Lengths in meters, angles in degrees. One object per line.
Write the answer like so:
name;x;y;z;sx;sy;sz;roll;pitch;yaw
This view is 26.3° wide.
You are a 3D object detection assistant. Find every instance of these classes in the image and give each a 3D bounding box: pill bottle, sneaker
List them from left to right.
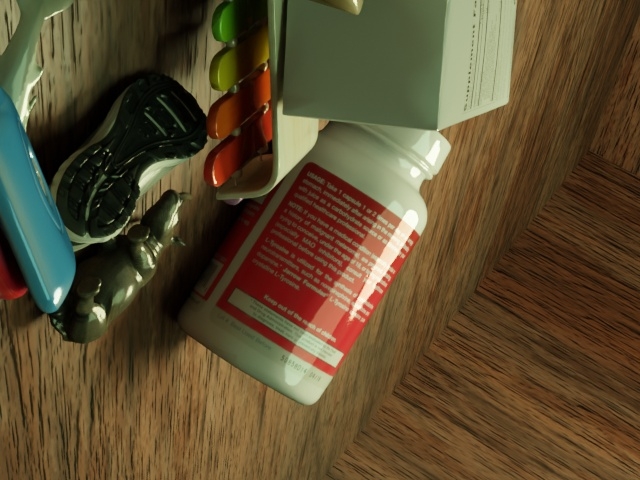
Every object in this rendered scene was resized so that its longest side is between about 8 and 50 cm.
sneaker;-0.212;-0.082;1.419;0.108;0.100;0.271;-29;-164;43
pill bottle;0.000;0.000;1.876;0.407;0.229;0.229;-58;163;-3

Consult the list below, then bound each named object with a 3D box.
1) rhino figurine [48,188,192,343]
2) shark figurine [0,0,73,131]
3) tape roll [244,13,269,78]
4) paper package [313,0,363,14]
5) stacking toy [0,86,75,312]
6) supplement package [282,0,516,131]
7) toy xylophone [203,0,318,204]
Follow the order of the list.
rhino figurine;-0.224;0.022;1.559;0.243;0.073;0.106;-49;156;-34
shark figurine;-0.293;-0.106;1.130;0.166;0.116;0.278;-91;-158;-50
tape roll;-0.004;-0.268;1.688;0.219;0.072;0.219;-51;162;-24
paper package;-0.015;-0.405;1.156;0.309;0.168;0.324;53;53;-71
stacking toy;-0.349;0.004;1.007;0.302;0.175;0.165;-21;112;-5
supplement package;0.094;-0.226;1.493;0.293;0.178;0.175;-26;122;-66
toy xylophone;-0.050;-0.203;1.494;0.236;0.081;0.322;-40;136;-61
